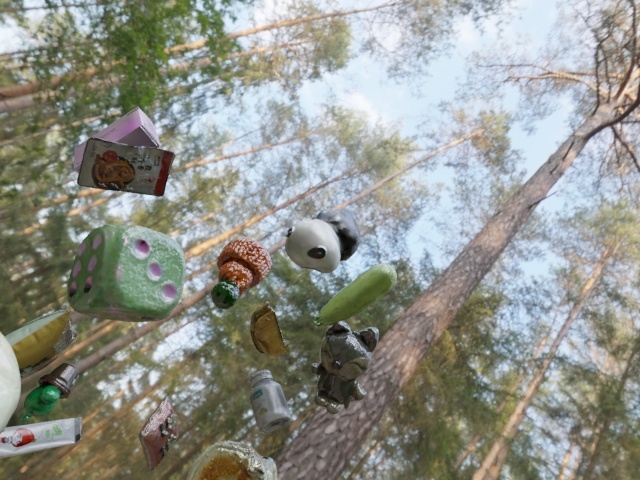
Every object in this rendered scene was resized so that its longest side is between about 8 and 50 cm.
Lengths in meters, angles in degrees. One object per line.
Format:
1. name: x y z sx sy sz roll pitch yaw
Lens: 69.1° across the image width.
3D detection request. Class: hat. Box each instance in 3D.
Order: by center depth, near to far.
1. hat: -0.407 0.196 2.311 0.285 0.400 0.285 8 -39 7

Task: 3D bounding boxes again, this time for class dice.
1. dice: -0.733 0.132 1.765 0.318 0.322 0.330 -12 -25 35

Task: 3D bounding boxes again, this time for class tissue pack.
1. tissue pack: -0.629 -0.289 1.437 0.092 0.246 0.148 57 0 -44

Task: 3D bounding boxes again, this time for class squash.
1. squash: 0.131 0.214 1.728 0.118 0.370 0.118 50 -14 17

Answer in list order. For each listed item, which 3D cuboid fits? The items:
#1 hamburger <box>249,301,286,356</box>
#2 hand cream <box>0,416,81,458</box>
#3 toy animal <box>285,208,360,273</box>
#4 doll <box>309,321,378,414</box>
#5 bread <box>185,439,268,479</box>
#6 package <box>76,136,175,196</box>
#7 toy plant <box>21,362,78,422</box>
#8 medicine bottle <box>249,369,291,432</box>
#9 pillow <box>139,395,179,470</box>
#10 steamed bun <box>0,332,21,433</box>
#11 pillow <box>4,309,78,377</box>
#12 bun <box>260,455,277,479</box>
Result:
1. hamburger: -0.224 0.383 1.925 0.124 0.131 0.262 43 -29 53
2. hand cream: -0.875 0.575 1.341 0.121 0.336 0.076 34 -62 55
3. toy animal: 0.000 0.000 1.872 0.251 0.310 0.251 11 -70 31
4. doll: 0.093 0.514 2.022 0.252 0.382 0.378 20 3 -2
5. bread: -0.319 0.855 1.600 0.305 0.305 0.159 38 -19 18
6. package: -0.538 -0.203 1.300 0.030 0.239 0.154 50 -56 38
7. toy plant: -0.857 0.485 1.471 0.143 0.200 0.105 -24 -62 37
8. medicine bottle: -0.210 0.629 1.838 0.135 0.135 0.215 104 -32 -45
9. pillow: -0.520 0.636 1.525 0.075 0.171 0.179 6 -61 15
10. steamed bun: -0.796 0.293 0.917 0.233 0.312 0.334 -19 -78 12
11. pillow: -0.915 0.346 1.448 0.119 0.312 0.310 49 -31 8
12. bun: -0.330 1.012 1.859 0.359 0.359 0.211 -30 -111 52
